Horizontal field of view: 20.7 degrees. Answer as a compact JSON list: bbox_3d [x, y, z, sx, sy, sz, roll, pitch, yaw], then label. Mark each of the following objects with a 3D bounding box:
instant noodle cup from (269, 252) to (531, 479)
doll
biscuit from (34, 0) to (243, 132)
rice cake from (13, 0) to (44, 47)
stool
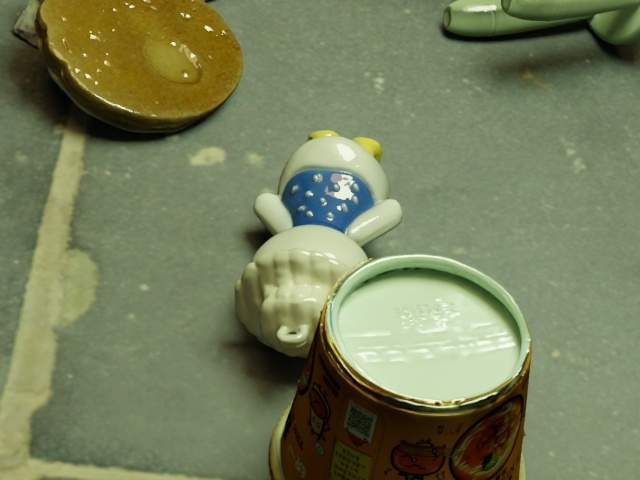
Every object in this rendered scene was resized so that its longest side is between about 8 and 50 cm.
[{"bbox_3d":[0.074,0.127,1.401,0.215,0.172,0.216,4,44,-4],"label":"instant noodle cup"},{"bbox_3d":[0.000,0.000,1.567,0.138,0.119,0.293,6,38,7],"label":"doll"},{"bbox_3d":[-0.178,-0.181,1.738,0.208,0.049,0.181,-8,62,-35],"label":"biscuit"},{"bbox_3d":[-0.153,-0.280,1.858,0.365,0.056,0.073,-22,51,-29],"label":"rice cake"},{"bbox_3d":[0.251,-0.304,1.841,0.198,0.195,0.195,-1,0,-22],"label":"stool"}]
